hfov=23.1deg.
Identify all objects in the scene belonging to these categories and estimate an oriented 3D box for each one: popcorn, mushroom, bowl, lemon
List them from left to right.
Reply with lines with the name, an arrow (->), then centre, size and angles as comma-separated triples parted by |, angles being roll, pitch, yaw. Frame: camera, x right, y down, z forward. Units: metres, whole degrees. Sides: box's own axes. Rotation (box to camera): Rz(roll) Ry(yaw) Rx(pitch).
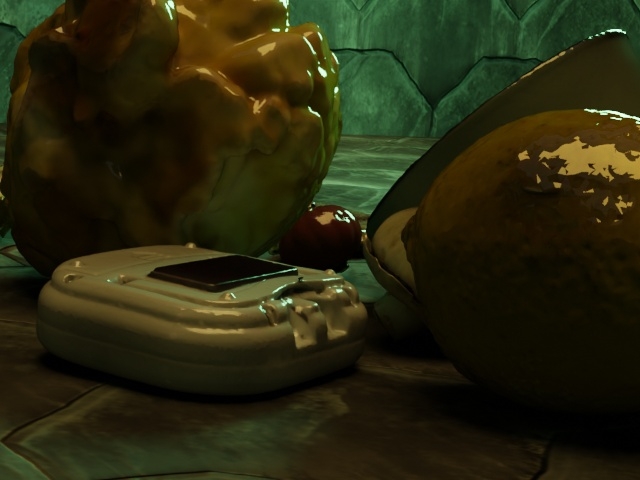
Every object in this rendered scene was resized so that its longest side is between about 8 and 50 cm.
popcorn -> -0.154, -0.113, 1.628 | 0.354, 0.344, 0.390 | -2, 1, -15
mushroom -> 0.105, 0.043, 1.489 | 0.154, 0.122, 0.154 | 44, 9, -9
bowl -> 0.241, -0.040, 1.660 | 0.185, 0.354, 0.354 | 53, 24, 12
lemon -> 0.205, 0.021, 1.256 | 0.310, 0.253, 0.253 | 5, 8, 25

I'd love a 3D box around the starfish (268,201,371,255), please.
starfish -> 0.087, -0.058, 2.097 | 0.398, 0.132, 0.384 | -22, 14, -9

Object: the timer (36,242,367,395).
timer -> -0.098, 0.061, 1.347 | 0.237, 0.087, 0.262 | 10, 10, 30

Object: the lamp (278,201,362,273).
lamp -> 0.000, 0.000, 1.818 | 0.101, 0.090, 0.101 | -26, -7, -3

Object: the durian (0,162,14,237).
durian -> -0.427, -0.037, 1.916 | 0.140, 0.078, 0.224 | 25, 29, 32
